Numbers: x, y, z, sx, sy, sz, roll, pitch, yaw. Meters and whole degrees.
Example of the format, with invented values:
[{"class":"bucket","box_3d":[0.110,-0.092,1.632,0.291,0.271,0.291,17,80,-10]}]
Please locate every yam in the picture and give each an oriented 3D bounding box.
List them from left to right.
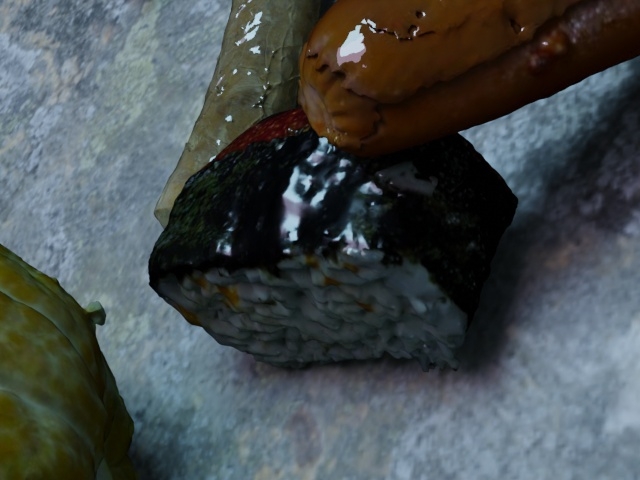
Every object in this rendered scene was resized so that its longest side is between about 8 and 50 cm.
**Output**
[{"class":"yam","box_3d":[-0.045,-0.149,0.989,0.081,0.081,0.356,-5,59,41]}]

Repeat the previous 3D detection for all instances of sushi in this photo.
[{"class":"sushi","box_3d":[0.000,0.000,0.803,0.225,0.136,0.126,2,56,49]}]

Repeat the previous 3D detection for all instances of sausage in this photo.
[{"class":"sausage","box_3d":[0.141,-0.137,0.714,0.330,0.102,0.102,-24,42,-10]}]

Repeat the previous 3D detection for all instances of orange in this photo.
[{"class":"orange","box_3d":[-0.237,0.150,0.791,0.249,0.329,0.329,-8,50,-2]}]
